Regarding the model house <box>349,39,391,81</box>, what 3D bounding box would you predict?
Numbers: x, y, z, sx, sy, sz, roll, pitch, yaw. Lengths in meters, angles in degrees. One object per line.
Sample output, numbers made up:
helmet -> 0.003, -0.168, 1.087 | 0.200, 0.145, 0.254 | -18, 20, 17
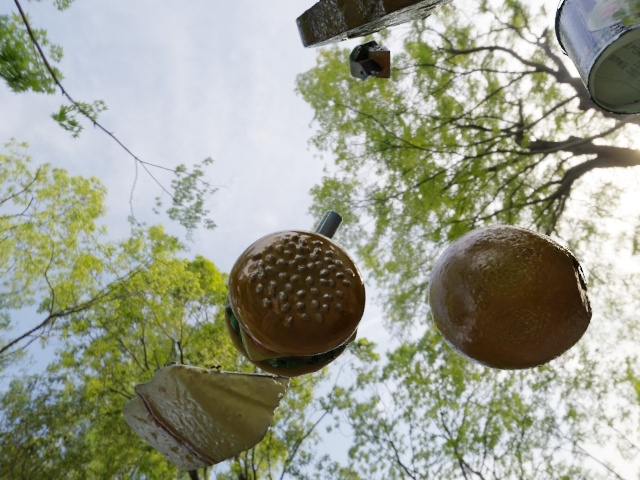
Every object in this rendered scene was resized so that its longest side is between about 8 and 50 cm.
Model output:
model house -> 0.151, -0.521, 1.203 | 0.100, 0.100, 0.088 | -30, -40, -22

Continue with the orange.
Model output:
orange -> 0.338, 0.102, 0.758 | 0.274, 0.274, 0.274 | -10, -71, -31

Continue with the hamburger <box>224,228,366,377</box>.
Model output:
hamburger -> -0.028, 0.064, 0.454 | 0.162, 0.162, 0.115 | -19, -28, -27

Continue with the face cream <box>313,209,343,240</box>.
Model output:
face cream -> 0.000, 0.000, 1.493 | 0.075, 0.075, 0.229 | 45, -116, -34

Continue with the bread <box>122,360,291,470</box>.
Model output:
bread -> -0.194, 0.251, 0.663 | 0.178, 0.240, 0.135 | 45, -144, -9

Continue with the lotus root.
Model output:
lotus root -> 0.128, -0.503, 0.867 | 0.374, 0.390, 0.111 | -19, -68, -4

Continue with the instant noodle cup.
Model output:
instant noodle cup -> 0.677, -0.442, 0.900 | 0.284, 0.284, 0.312 | 50, -136, -33
